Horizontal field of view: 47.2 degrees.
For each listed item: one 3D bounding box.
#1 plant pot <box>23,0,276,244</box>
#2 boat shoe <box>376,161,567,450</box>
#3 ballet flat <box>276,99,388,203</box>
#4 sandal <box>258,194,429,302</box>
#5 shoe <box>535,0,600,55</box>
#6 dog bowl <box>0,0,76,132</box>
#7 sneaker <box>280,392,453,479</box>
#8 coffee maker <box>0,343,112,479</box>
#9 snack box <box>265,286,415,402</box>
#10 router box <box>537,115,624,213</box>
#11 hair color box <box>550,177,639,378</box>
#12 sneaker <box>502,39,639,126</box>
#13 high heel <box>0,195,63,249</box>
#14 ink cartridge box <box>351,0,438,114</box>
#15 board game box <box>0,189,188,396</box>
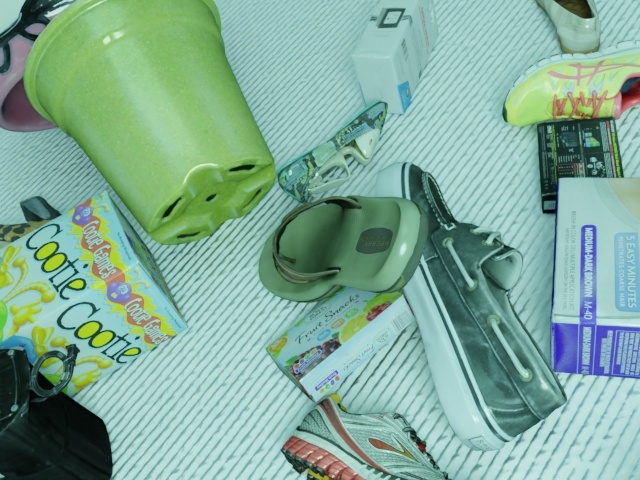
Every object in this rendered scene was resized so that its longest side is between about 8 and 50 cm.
[{"bbox_3d":[-0.192,-0.144,0.937,0.276,0.276,0.253,-31,73,-7],"label":"plant pot"},{"bbox_3d":[0.155,0.042,0.753,0.119,0.121,0.335,-30,56,21],"label":"boat shoe"},{"bbox_3d":[0.031,-0.112,0.977,0.188,0.070,0.070,-38,50,-11],"label":"ballet flat"},{"bbox_3d":[0.001,-0.002,0.778,0.303,0.086,0.120,-14,64,62],"label":"sandal"},{"bbox_3d":[0.356,-0.351,1.054,0.077,0.058,0.219,-12,50,9],"label":"shoe"},{"bbox_3d":[-0.346,-0.304,1.060,0.408,0.408,0.150,-29,90,-6],"label":"dog bowl"},{"bbox_3d":[0.073,0.204,0.679,0.225,0.088,0.092,17,58,29],"label":"sneaker"},{"bbox_3d":[-0.285,0.198,0.741,0.171,0.178,0.120,-8,52,15],"label":"coffee maker"},{"bbox_3d":[0.020,0.100,0.790,0.141,0.037,0.100,-37,23,-13],"label":"snack box"},{"bbox_3d":[0.308,-0.091,0.872,0.092,0.038,0.122,-3,52,17],"label":"router box"},{"bbox_3d":[0.398,0.037,0.696,0.339,0.110,0.185,2,52,18],"label":"hair color box"},{"bbox_3d":[0.332,-0.182,0.912,0.209,0.081,0.094,-19,51,2],"label":"sneaker"},{"bbox_3d":[-0.443,0.040,0.975,0.261,0.093,0.186,-36,43,-24],"label":"high heel"},{"bbox_3d":[0.111,-0.280,1.049,0.060,0.104,0.180,8,55,25],"label":"ink cartridge box"},{"bbox_3d":[-0.325,0.091,0.866,0.275,0.142,0.144,-31,49,-7],"label":"board game box"}]
